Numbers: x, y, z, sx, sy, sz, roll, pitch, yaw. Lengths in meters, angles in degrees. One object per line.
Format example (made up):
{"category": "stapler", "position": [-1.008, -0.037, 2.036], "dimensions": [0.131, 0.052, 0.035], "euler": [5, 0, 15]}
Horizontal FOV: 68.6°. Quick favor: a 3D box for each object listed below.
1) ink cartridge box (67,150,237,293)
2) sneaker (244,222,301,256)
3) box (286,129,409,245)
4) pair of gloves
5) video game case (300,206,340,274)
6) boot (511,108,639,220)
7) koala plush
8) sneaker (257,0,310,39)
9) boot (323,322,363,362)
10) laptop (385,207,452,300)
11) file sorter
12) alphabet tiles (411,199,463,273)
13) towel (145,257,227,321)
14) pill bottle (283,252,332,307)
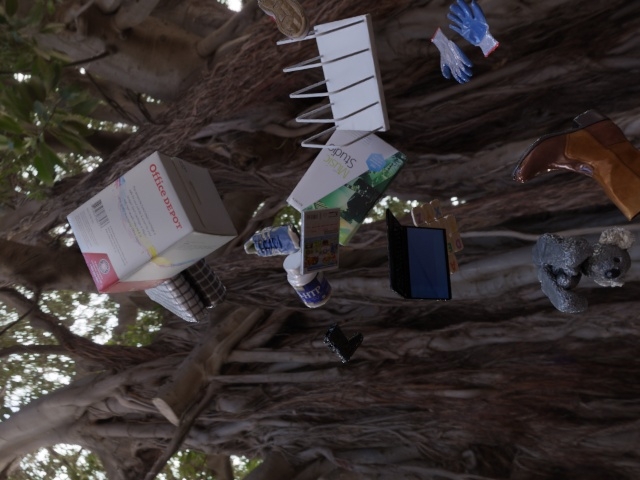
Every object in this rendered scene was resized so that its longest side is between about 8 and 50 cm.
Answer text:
{"category": "ink cartridge box", "position": [-0.239, -0.022, 0.685], "dimensions": [0.128, 0.176, 0.127], "euler": [63, -165, 11]}
{"category": "sneaker", "position": [-0.111, 0.009, 1.124], "dimensions": [0.081, 0.211, 0.080], "euler": [-28, -81, -30]}
{"category": "box", "position": [0.077, -0.179, 1.415], "dimensions": [0.232, 0.322, 0.058], "euler": [38, -171, 17]}
{"category": "pair of gloves", "position": [0.351, -0.492, 1.174], "dimensions": [0.023, 0.198, 0.159], "euler": [-30, -98, -25]}
{"category": "video game case", "position": [0.000, 0.000, 0.899], "dimensions": [0.087, 0.011, 0.122], "euler": [-8, -74, -36]}
{"category": "boot", "position": [0.641, -0.148, 1.115], "dimensions": [0.281, 0.264, 0.096], "euler": [63, -175, 33]}
{"category": "koala plush", "position": [0.694, 0.055, 1.219], "dimensions": [0.203, 0.221, 0.197], "euler": [-92, -5, -68]}
{"category": "sneaker", "position": [-0.034, -0.296, 0.640], "dimensions": [0.067, 0.042, 0.118], "euler": [22, -153, -52]}
{"category": "boot", "position": [0.066, 0.280, 1.357], "dimensions": [0.099, 0.045, 0.121], "euler": [52, -132, -10]}
{"category": "laptop", "position": [0.291, 0.047, 1.372], "dimensions": [0.264, 0.136, 0.235], "euler": [36, -130, -63]}
{"category": "file sorter", "position": [0.027, -0.391, 1.181], "dimensions": [0.173, 0.192, 0.278], "euler": [-31, -60, -32]}
{"category": "alphabet tiles", "position": [0.414, 0.000, 1.674], "dimensions": [0.284, 0.021, 0.278], "euler": [-19, -86, -41]}
{"category": "towel", "position": [-0.340, 0.041, 1.017], "dimensions": [0.121, 0.283, 0.235], "euler": [-42, -64, -26]}
{"category": "pill bottle", "position": [-0.046, 0.129, 1.582], "dimensions": [0.187, 0.111, 0.112], "euler": [58, -133, -36]}
